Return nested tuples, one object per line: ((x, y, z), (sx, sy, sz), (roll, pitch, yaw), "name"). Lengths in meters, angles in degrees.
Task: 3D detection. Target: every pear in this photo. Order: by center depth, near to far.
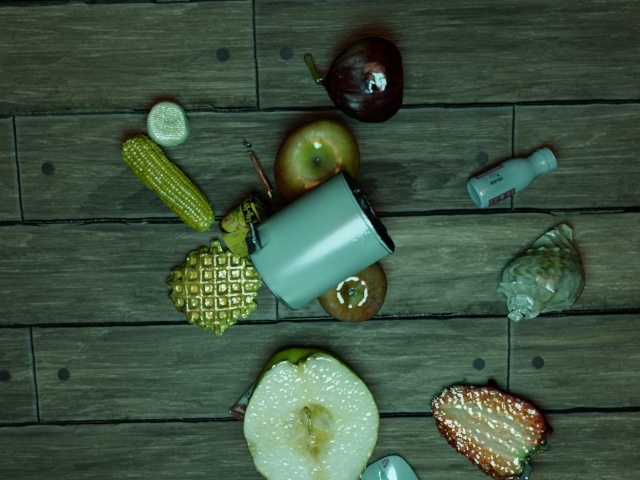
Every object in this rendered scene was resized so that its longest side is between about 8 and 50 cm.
((-0.026, 0.461, 1.300), (0.340, 0.191, 0.387), (-6, 96, -4), "pear")

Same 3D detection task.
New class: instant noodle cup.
((-0.181, -0.034, 1.279), (0.122, 0.151, 0.151), (-30, 95, 15), "instant noodle cup")

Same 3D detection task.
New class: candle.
((-0.163, -0.190, 1.316), (0.026, 0.021, 0.167), (-21, 97, 24), "candle")

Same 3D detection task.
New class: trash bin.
((0.000, 0.000, 1.107), (0.262, 0.217, 0.277), (-33, 136, 13), "trash bin")

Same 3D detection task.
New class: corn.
((-0.389, -0.147, 1.280), (0.102, 0.102, 0.313), (-45, 95, 4), "corn")

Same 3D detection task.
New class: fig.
((0.080, -0.390, 1.222), (0.249, 0.186, 0.204), (-4, 114, 8), "fig")

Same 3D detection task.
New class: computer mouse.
((0.229, 0.751, 1.381), (0.159, 0.097, 0.288), (-29, 96, 5), "computer mouse")

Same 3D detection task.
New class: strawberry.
((0.458, 0.503, 1.356), (0.306, 0.138, 0.233), (33, 75, 21), "strawberry")

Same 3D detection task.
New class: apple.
((-0.007, -0.186, 1.246), (0.235, 0.173, 0.210), (-41, 87, -4), "apple")
((0.080, 0.120, 1.274), (0.188, 0.174, 0.188), (0, 94, 2), "apple")

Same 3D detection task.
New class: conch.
((0.597, 0.096, 1.281), (0.210, 0.159, 0.291), (35, 93, -2), "conch")

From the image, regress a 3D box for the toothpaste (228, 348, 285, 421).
((-0.164, 0.403, 1.371), (0.062, 0.039, 0.239), (36, 97, -11), "toothpaste")

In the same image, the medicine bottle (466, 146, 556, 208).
((0.499, -0.167, 1.287), (0.216, 0.090, 0.090), (-26, 96, 2), "medicine bottle")

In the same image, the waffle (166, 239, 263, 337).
((-0.282, 0.129, 1.337), (0.243, 0.059, 0.238), (41, 91, -7), "waffle")

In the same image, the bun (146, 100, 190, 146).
((-0.394, -0.301, 1.275), (0.115, 0.069, 0.115), (-2, 96, -19), "bun")
